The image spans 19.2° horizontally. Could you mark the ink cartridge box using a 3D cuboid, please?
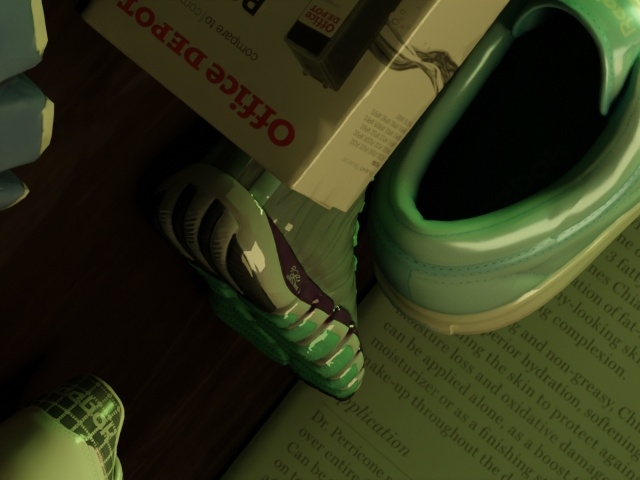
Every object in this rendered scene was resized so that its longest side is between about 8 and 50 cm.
[{"bbox_3d":[0.004,-0.092,0.609,0.135,0.099,0.056,-53,163,6],"label":"ink cartridge box"}]

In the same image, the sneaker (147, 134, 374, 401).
[{"bbox_3d":[0.000,0.000,0.824,0.098,0.083,0.224,-53,162,-10],"label":"sneaker"}]

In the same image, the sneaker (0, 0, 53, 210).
[{"bbox_3d":[-0.134,-0.052,0.304,0.182,0.127,0.315,-43,163,-29],"label":"sneaker"}]

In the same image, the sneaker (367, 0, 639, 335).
[{"bbox_3d":[0.165,-0.103,0.930,0.366,0.135,0.150,-50,166,-5],"label":"sneaker"}]

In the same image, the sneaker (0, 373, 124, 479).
[{"bbox_3d":[-0.116,0.146,0.833,0.095,0.090,0.235,-52,167,-27],"label":"sneaker"}]

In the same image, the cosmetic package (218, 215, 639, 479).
[{"bbox_3d":[0.159,0.068,1.107,0.453,0.230,0.161,-51,163,5],"label":"cosmetic package"}]
